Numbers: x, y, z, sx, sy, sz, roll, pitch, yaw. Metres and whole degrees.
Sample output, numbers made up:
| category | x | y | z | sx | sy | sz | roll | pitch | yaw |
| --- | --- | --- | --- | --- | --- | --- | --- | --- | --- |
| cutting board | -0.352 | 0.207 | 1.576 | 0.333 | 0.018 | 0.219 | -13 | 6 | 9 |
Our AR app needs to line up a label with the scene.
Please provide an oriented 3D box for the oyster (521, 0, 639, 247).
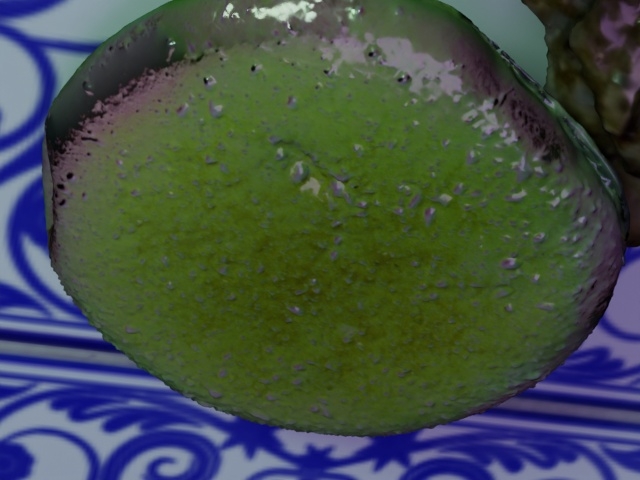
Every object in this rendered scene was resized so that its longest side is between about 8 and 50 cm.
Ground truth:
| category | x | y | z | sx | sy | sz | roll | pitch | yaw |
| --- | --- | --- | --- | --- | --- | --- | --- | --- | --- |
| oyster | 0.216 | -0.145 | 0.533 | 0.204 | 0.111 | 0.396 | 36 | 118 | -27 |

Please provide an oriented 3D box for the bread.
| category | x | y | z | sx | sy | sz | roll | pitch | yaw |
| --- | --- | --- | --- | --- | --- | --- | --- | --- | --- |
| bread | 0.000 | 0.000 | 0.615 | 0.228 | 0.033 | 0.228 | 6 | 132 | 7 |
